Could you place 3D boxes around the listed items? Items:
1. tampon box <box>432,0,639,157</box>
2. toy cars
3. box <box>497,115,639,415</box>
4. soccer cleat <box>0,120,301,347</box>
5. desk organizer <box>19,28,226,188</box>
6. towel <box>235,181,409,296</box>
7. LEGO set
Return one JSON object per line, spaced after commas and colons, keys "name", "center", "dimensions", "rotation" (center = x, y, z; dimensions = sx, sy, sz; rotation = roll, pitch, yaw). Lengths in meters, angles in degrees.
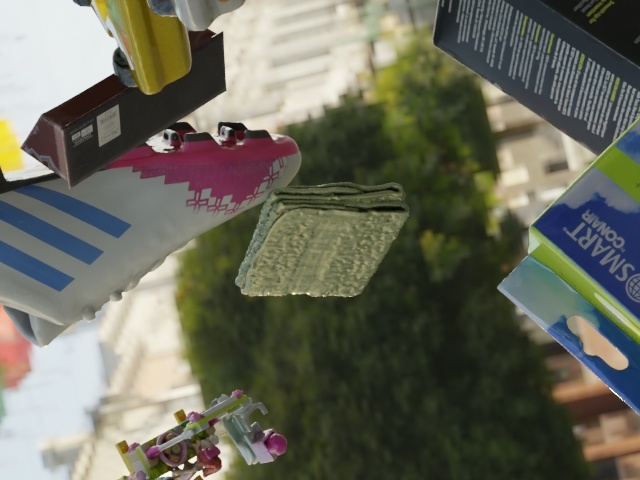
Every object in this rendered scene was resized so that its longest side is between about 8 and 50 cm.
{"name": "tampon box", "center": [0.171, -0.145, 1.126], "dimensions": [0.161, 0.120, 0.101], "rotation": [38, 153, 20]}
{"name": "toy cars", "center": [-0.082, -0.177, 0.935], "dimensions": [0.394, 0.087, 0.176], "rotation": [165, 84, -79]}
{"name": "box", "center": [0.177, -0.013, 0.805], "dimensions": [0.109, 0.178, 0.042], "rotation": [43, 171, 18]}
{"name": "soccer cleat", "center": [-0.168, -0.003, 1.329], "dimensions": [0.116, 0.331, 0.143], "rotation": [-161, 63, -64]}
{"name": "desk organizer", "center": [-0.122, -0.091, 1.102], "dimensions": [0.050, 0.130, 0.047], "rotation": [33, 143, 31]}
{"name": "towel", "center": [0.000, 0.000, 1.354], "dimensions": [0.148, 0.110, 0.027], "rotation": [114, 154, -55]}
{"name": "LEGO set", "center": [-0.123, 0.230, 1.645], "dimensions": [0.132, 0.107, 0.287], "rotation": [46, -136, -14]}
